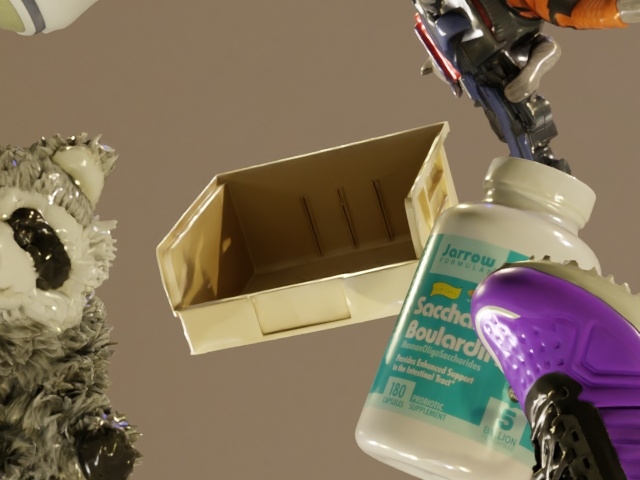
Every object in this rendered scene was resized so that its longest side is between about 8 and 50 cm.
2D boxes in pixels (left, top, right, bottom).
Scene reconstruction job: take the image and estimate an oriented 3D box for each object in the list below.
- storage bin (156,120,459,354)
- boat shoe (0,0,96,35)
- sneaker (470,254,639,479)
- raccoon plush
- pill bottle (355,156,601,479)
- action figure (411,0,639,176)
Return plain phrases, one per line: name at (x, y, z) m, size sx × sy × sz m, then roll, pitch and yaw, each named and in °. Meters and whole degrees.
storage bin at (0.000, 0.000, 1.833) m, size 0.262 × 0.123 × 0.260 m, roll -12°, pitch -164°, yaw 16°
boat shoe at (-0.160, -0.113, 0.696) m, size 0.094 × 0.109 × 0.302 m, roll -39°, pitch -161°, yaw -10°
sneaker at (0.169, 0.134, 1.062) m, size 0.146 × 0.102 × 0.293 m, roll -32°, pitch -118°, yaw -26°
raccoon plush at (-0.283, 0.067, 1.578) m, size 0.446 × 0.216 × 0.299 m, roll 164°, pitch -72°, yaw -72°
pill bottle at (0.137, 0.069, 1.482) m, size 0.146 × 0.146 × 0.264 m, roll 10°, pitch -105°, yaw 47°
action figure at (0.232, -0.211, 1.826) m, size 0.178 × 0.341 × 0.330 m, roll -28°, pitch -178°, yaw -40°
